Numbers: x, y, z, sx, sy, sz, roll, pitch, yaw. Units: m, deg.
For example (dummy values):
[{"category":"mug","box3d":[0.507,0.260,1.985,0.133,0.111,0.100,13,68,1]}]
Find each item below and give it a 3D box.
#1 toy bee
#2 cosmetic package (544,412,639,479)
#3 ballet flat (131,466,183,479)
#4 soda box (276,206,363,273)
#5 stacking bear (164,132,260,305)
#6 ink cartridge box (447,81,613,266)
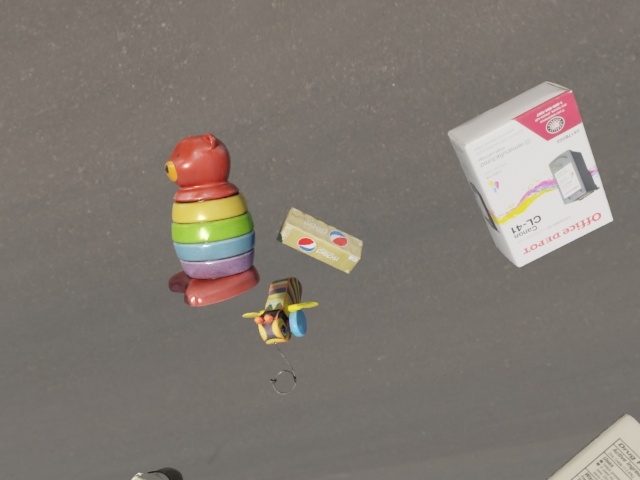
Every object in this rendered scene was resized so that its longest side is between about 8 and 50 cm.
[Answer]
[{"category":"toy bee","box3d":[-0.095,0.195,1.290,0.195,0.298,0.162,-28,135,3]},{"category":"cosmetic package","box3d":[0.274,0.350,0.560,0.296,0.153,0.129,-36,144,-5]},{"category":"ballet flat","box3d":[-0.346,0.506,0.968,0.095,0.280,0.096,18,114,14]},{"category":"soda box","box3d":[0.000,0.000,1.144,0.181,0.061,0.058,26,132,-10]},{"category":"stacking bear","box3d":[-0.209,-0.050,0.960,0.164,0.175,0.289,-14,105,-29]},{"category":"ink cartridge box","box3d":[0.435,-0.134,1.075,0.226,0.131,0.306,-28,111,8]}]
